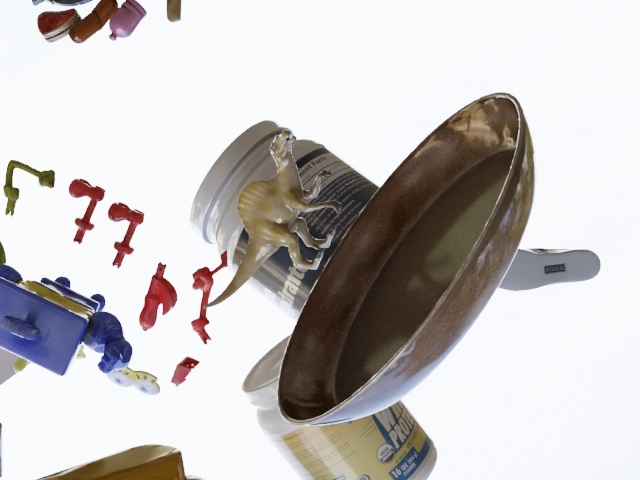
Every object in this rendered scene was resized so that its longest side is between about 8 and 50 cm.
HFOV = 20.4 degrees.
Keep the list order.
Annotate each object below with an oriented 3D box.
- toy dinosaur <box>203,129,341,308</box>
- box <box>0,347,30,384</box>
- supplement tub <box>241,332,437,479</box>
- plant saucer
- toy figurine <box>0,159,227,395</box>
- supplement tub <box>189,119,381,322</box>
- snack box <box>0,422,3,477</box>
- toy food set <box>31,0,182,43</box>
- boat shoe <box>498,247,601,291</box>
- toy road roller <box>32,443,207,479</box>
[{"bbox_3d":[-0.036,-0.011,1.610,0.053,0.093,0.183,-50,162,-73],"label":"toy dinosaur"},{"bbox_3d":[-0.446,0.150,2.176,0.164,0.201,0.021,-36,-115,2],"label":"box"},{"bbox_3d":[0.020,0.202,1.972,0.144,0.199,0.144,-35,-166,10],"label":"supplement tub"},{"bbox_3d":[0.075,0.023,1.402,0.310,0.050,0.310,-51,-165,19],"label":"plant saucer"},{"bbox_3d":[-0.294,0.041,1.824,0.191,0.362,0.217,-64,175,13],"label":"toy figurine"},{"bbox_3d":[0.000,0.000,2.105,0.191,0.272,0.191,-46,161,-21],"label":"supplement tub"},{"bbox_3d":[-0.386,0.191,1.657,0.178,0.064,0.022,3,-134,-5],"label":"snack box"},{"bbox_3d":[-0.162,-0.176,1.313,0.122,0.019,0.078,-11,-124,16],"label":"toy food set"},{"bbox_3d":[0.239,0.031,1.973,0.142,0.049,0.040,-1,-179,-12],"label":"boat shoe"},{"bbox_3d":[-0.196,0.330,1.604,0.329,0.202,0.240,-17,-167,-37],"label":"toy road roller"}]
